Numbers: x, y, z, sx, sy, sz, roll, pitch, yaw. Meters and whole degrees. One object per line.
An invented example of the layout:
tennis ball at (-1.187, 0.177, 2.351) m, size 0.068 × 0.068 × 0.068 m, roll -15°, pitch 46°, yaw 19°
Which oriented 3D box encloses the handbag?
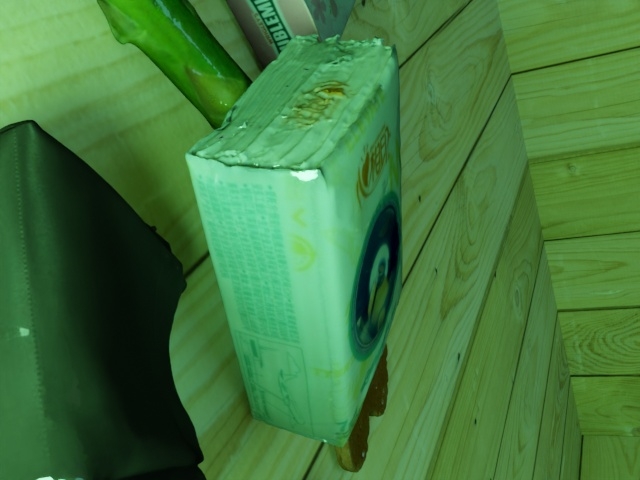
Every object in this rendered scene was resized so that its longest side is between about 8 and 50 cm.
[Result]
handbag at (-0.179, 0.081, 0.529) m, size 0.257 × 0.113 × 0.285 m, roll 46°, pitch 24°, yaw -62°

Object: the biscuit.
biscuit at (0.064, 0.257, 1.071) m, size 0.192 × 0.036 × 0.186 m, roll -11°, pitch 97°, yaw -63°

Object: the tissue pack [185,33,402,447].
tissue pack at (0.000, 0.000, 0.784) m, size 0.287 × 0.162 × 0.388 m, roll -63°, pitch 154°, yaw -46°

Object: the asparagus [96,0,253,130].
asparagus at (-0.156, -0.216, 0.708) m, size 0.343 × 0.082 × 0.085 m, roll 47°, pitch 48°, yaw -47°

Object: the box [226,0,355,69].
box at (-0.016, -0.415, 0.986) m, size 0.190 × 0.112 × 0.370 m, roll 59°, pitch 36°, yaw -40°
